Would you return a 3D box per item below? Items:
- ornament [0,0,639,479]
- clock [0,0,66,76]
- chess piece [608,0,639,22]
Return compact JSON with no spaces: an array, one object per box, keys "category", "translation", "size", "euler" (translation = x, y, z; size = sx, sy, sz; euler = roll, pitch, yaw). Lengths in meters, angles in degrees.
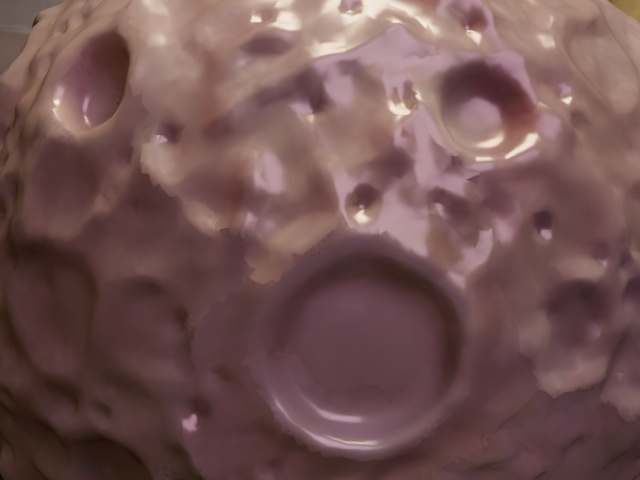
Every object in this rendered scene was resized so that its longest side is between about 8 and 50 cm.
[{"category":"ornament","translation":[0.000,0.000,0.507],"size":[0.259,0.259,0.225],"euler":[-7,76,-32]},{"category":"clock","translation":[-0.183,-0.105,0.574],"size":[0.231,0.103,0.144],"euler":[6,18,-22]},{"category":"chess piece","translation":[0.189,-0.058,0.762],"size":[0.137,0.137,0.301],"euler":[12,62,-20]}]
